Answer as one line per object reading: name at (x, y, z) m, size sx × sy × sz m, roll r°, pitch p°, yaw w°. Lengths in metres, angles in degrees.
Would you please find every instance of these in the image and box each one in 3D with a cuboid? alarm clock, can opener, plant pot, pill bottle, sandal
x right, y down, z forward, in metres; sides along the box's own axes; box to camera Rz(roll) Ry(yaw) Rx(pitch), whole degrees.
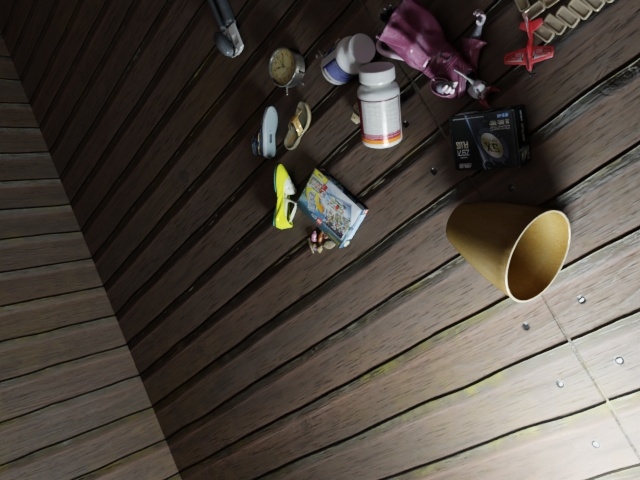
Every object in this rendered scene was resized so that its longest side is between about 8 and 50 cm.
alarm clock at (-0.120, -0.596, 1.971) m, size 0.129 × 0.064 × 0.192 m, roll -40°, pitch 73°, yaw 38°
can opener at (-0.359, -0.795, 2.124) m, size 0.076 × 0.095 × 0.283 m, roll -30°, pitch 77°, yaw 39°
plant pot at (0.449, -0.002, 1.489) m, size 0.254 × 0.237 × 0.237 m, roll 30°, pitch 116°, yaw 48°
pill bottle at (0.084, -0.536, 1.728) m, size 0.187 × 0.112 × 0.112 m, roll 179°, pitch 83°, yaw -69°
sandal at (-0.085, -0.385, 1.985) m, size 0.072 × 0.049 × 0.180 m, roll 45°, pitch 123°, yaw 27°
pill bottle at (0.168, -0.386, 1.673) m, size 0.121 × 0.121 × 0.221 m, roll 20°, pitch 132°, yaw 37°

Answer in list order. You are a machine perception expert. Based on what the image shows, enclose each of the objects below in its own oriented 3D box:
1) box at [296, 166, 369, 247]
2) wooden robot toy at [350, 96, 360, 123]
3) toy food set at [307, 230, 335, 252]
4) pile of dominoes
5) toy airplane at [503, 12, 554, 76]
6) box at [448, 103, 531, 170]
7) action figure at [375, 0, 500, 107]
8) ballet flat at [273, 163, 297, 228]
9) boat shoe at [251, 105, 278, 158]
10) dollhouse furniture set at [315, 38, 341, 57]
box at (0.035, -0.110, 1.930) m, size 0.233 × 0.044 × 0.159 m, roll 45°, pitch 123°, yaw 26°
wooden robot toy at (0.155, -0.414, 1.763) m, size 0.079 × 0.076 × 0.173 m, roll 43°, pitch 124°, yaw 14°
toy food set at (0.000, 0.000, 1.995) m, size 0.122 × 0.019 × 0.077 m, roll -26°, pitch 80°, yaw 40°
pile of dominoes at (0.590, -0.604, 1.388) m, size 0.251 × 0.040 × 0.196 m, roll -29°, pitch 79°, yaw 48°
toy airplane at (0.517, -0.484, 1.455) m, size 0.151 × 0.028 × 0.151 m, roll 33°, pitch 130°, yaw 49°
box at (0.436, -0.263, 1.517) m, size 0.180 × 0.077 × 0.147 m, roll 3°, pitch 112°, yaw 41°
action figure at (0.301, -0.465, 1.546) m, size 0.370 × 0.248 × 0.276 m, roll 42°, pitch 162°, yaw -1°
ballet flat at (-0.119, -0.151, 2.049) m, size 0.077 × 0.077 × 0.230 m, roll 9°, pitch 107°, yaw 18°
boat shoe at (-0.204, -0.384, 2.077) m, size 0.083 × 0.065 × 0.183 m, roll 16°, pitch 108°, yaw 37°
dollhouse furniture set at (0.043, -0.556, 1.824) m, size 0.091 × 0.081 × 0.114 m, roll -40°, pitch 71°, yaw 38°
